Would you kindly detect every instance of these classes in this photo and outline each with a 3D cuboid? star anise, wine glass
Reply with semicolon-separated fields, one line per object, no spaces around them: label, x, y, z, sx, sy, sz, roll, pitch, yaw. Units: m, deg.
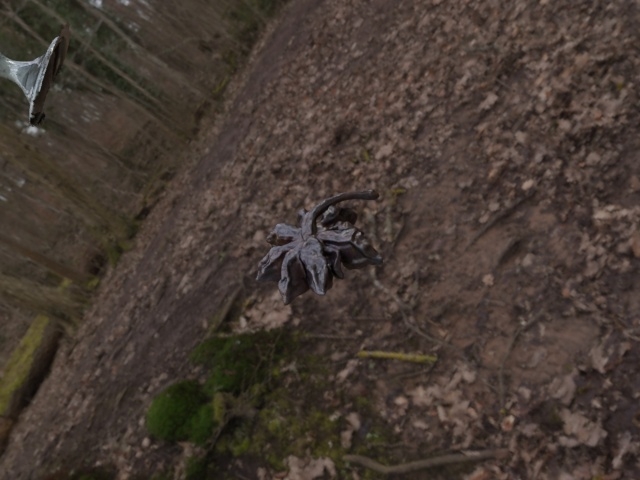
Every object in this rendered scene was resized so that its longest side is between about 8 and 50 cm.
star anise;0.000;-0.001;0.984;0.089;0.209;0.231;64;-145;-45
wine glass;-0.671;-0.359;1.218;0.238;0.323;0.237;-163;90;-71
